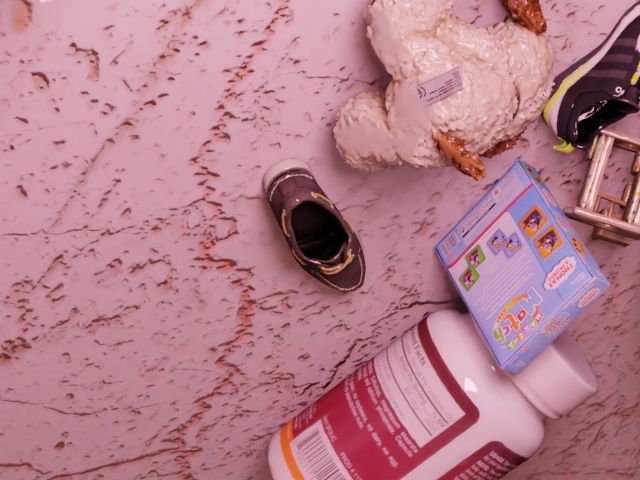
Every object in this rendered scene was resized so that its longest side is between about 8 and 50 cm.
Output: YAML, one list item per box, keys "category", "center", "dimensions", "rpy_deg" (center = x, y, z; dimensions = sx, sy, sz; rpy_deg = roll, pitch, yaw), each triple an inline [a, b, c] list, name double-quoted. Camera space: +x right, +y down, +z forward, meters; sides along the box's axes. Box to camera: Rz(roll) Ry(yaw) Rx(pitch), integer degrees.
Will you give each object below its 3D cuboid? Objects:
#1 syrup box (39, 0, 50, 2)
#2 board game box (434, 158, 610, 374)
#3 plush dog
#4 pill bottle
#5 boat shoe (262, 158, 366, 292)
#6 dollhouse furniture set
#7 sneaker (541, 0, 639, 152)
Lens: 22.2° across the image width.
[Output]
- category: "syrup box"
  center: [-0.218, -0.310, 1.385]
  dimensions: [0.093, 0.237, 0.096]
  rpy_deg: [-11, 135, -14]
- category: "board game box"
  center: [0.236, 0.030, 1.945]
  dimensions: [0.039, 0.211, 0.160]
  rpy_deg: [24, 119, -39]
- category: "plush dog"
  center: [0.167, -0.166, 1.763]
  dimensions: [0.225, 0.210, 0.262]
  rpy_deg: [-24, 143, -37]
- category: "pill bottle"
  center: [0.144, 0.229, 2.089]
  dimensions: [0.392, 0.224, 0.224]
  rpy_deg: [-38, 136, 14]
- category: "boat shoe"
  center: [0.000, 0.000, 1.910]
  dimensions: [0.081, 0.069, 0.228]
  rpy_deg: [-30, 137, 5]
- category: "dollhouse furniture set"
  center: [0.365, -0.098, 2.009]
  dimensions: [0.101, 0.161, 0.182]
  rpy_deg: [18, 84, 3]
- category: "sneaker"
  center: [0.358, -0.187, 1.875]
  dimensions: [0.234, 0.097, 0.084]
  rpy_deg: [-43, 135, 18]
